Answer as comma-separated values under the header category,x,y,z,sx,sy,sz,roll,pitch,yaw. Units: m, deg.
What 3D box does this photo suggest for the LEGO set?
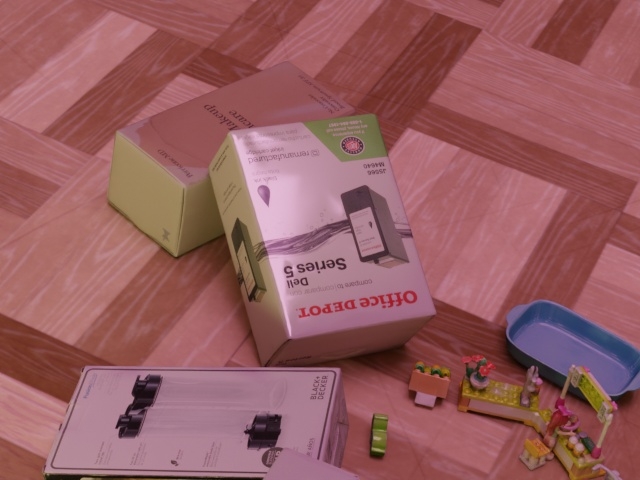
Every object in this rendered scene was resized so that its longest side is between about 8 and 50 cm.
category,x,y,z,sx,sy,sz,roll,pitch,yaw
LEGO set,0.242,0.187,1.847,0.287,0.107,0.132,36,45,27

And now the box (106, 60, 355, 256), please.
category,x,y,z,sx,sy,sz,roll,pitch,yaw
box,-0.116,-0.113,2.107,0.148,0.121,0.311,37,45,27

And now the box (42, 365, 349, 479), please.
category,x,y,z,sx,sy,sz,roll,pitch,yaw
box,-0.126,0.217,1.672,0.290,0.087,0.169,-1,37,10

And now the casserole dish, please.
category,x,y,z,sx,sy,sz,roll,pitch,yaw
casserole dish,0.313,0.143,1.977,0.188,0.037,0.114,30,42,20

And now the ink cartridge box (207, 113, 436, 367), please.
category,x,y,z,sx,sy,sz,roll,pitch,yaw
ink cartridge box,0.000,0.000,1.920,0.198,0.115,0.272,-9,70,-23

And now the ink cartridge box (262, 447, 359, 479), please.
category,x,y,z,sx,sy,sz,roll,pitch,yaw
ink cartridge box,-0.038,0.327,1.530,0.086,0.203,0.148,20,39,13

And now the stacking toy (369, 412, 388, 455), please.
category,x,y,z,sx,sy,sz,roll,pitch,yaw
stacking toy,-0.010,0.252,1.748,0.167,0.052,0.221,11,38,-2
